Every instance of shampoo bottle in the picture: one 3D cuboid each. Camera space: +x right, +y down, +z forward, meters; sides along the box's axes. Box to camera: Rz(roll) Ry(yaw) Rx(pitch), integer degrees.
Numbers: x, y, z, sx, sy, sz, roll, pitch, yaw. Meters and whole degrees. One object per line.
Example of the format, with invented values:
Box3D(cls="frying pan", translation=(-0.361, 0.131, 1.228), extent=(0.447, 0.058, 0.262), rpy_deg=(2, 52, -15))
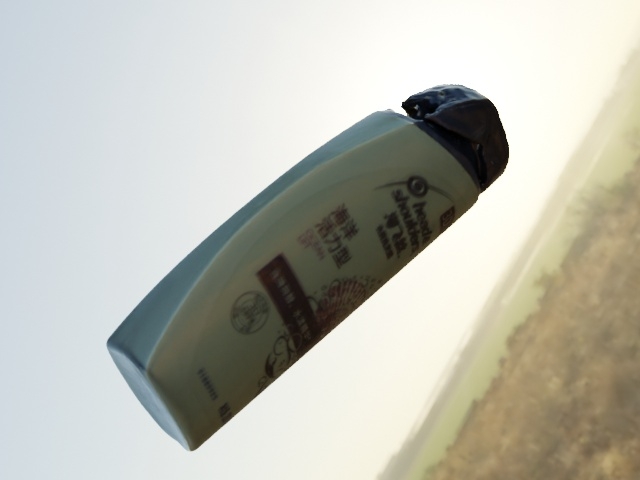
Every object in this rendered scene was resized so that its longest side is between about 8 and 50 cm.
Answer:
Box3D(cls="shampoo bottle", translation=(0.000, 0.000, 0.905), extent=(0.359, 0.078, 0.134), rpy_deg=(-40, -51, -20))
